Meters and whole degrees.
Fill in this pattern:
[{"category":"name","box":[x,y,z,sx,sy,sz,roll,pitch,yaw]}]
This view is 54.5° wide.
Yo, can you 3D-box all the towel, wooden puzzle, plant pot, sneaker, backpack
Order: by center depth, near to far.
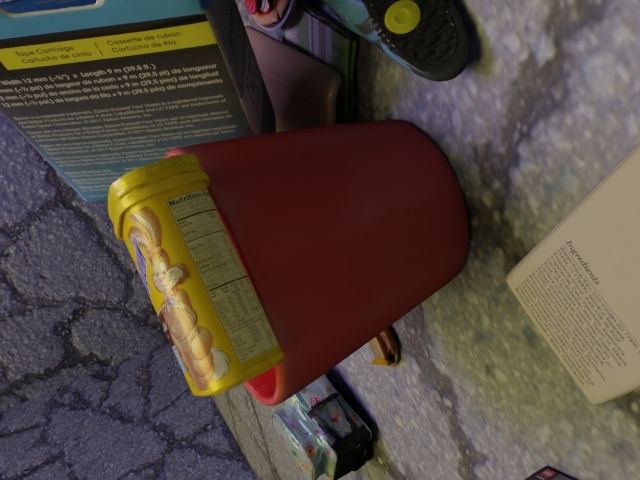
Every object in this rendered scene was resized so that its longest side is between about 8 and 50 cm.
[{"category":"sneaker","box":[0.062,-0.211,0.570,0.209,0.069,0.082,48,-175,23]},{"category":"plant pot","box":[0.000,0.000,0.649,0.275,0.243,0.274,49,151,40]},{"category":"towel","box":[-0.002,-0.224,0.753,0.152,0.023,0.113,48,153,37]},{"category":"wooden puzzle","box":[-0.042,-0.141,0.828,0.221,0.044,0.238,39,140,39]},{"category":"backpack","box":[-0.008,0.327,1.119,0.188,0.145,0.165,57,161,34]}]

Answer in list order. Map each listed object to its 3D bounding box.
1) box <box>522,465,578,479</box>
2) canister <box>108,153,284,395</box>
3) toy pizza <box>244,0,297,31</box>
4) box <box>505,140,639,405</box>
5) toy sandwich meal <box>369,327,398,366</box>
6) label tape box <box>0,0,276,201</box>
[{"category":"box","box":[0.277,0.291,0.552,0.207,0.036,0.114,-2,108,67]},{"category":"canister","box":[-0.100,0.033,0.492,0.169,0.073,0.126,65,157,5]},{"category":"toy pizza","box":[-0.074,-0.354,0.738,0.201,0.032,0.201,39,135,54]},{"category":"box","box":[0.217,-0.011,0.331,0.113,0.094,0.275,60,157,20]},{"category":"toy sandwich meal","box":[0.082,0.148,0.885,0.085,0.029,0.085,49,152,39]},{"category":"label tape box","box":[-0.200,-0.178,0.637,0.347,0.249,0.115,73,-165,-61]}]
